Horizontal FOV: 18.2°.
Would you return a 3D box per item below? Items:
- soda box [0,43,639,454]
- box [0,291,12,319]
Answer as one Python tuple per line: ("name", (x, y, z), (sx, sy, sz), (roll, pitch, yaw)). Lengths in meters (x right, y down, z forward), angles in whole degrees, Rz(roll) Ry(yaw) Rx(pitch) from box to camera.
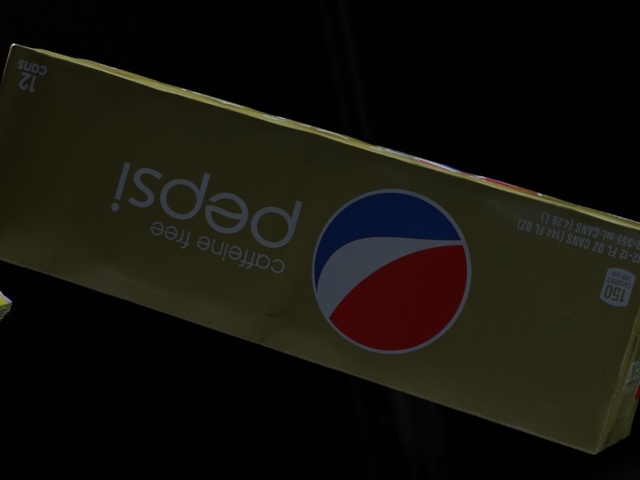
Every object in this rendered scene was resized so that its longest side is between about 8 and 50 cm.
("soda box", (0.000, 0.000, 0.530), (0.061, 0.181, 0.058), (2, -76, -74))
("box", (-0.262, 0.028, 0.607), (0.213, 0.243, 0.117), (48, -172, 0))
